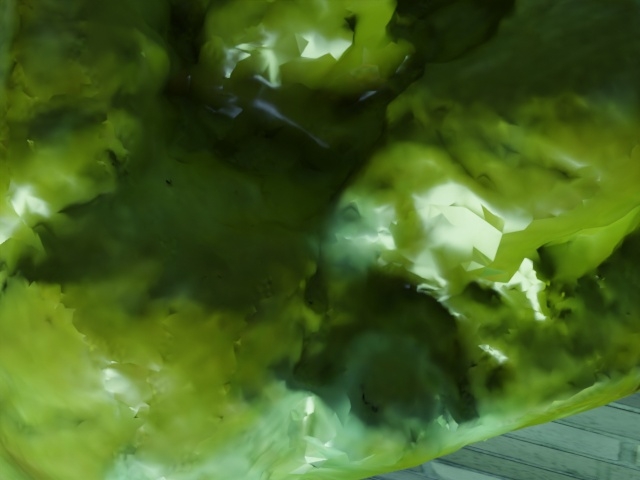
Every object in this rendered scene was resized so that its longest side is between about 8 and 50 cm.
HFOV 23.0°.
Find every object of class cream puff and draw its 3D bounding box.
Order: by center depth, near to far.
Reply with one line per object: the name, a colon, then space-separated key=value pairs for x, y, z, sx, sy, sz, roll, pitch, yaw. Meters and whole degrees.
cream puff: x=-0.016 y=-0.046 z=0.615 sx=0.378 sy=0.275 sz=0.378 roll=-13 pitch=174 yaw=-1
